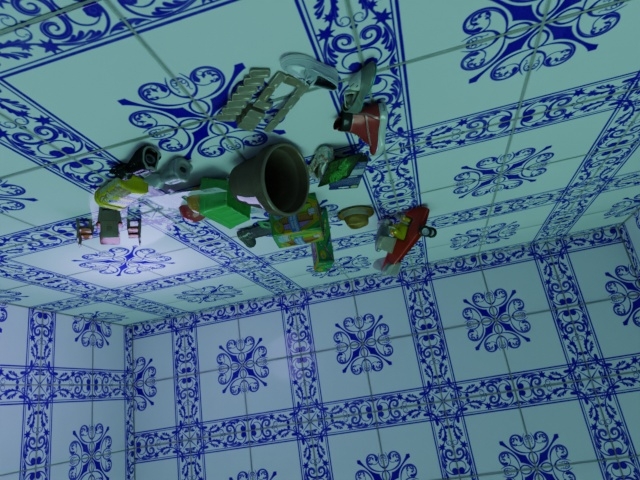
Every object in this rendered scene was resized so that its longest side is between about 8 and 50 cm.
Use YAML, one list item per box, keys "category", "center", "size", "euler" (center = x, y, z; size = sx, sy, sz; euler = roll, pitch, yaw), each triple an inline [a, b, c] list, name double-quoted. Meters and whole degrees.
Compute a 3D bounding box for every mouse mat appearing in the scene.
- category: "mouse mat"
  center: [0.074, -0.270, 1.802]
  size: [0.153, 0.007, 0.189]
  euler: [-21, 165, -23]

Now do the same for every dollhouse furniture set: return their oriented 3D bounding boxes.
- category: "dollhouse furniture set"
  center: [-0.909, -0.030, 2.024]
  size: [0.262, 0.135, 0.259]
  euler: [-1, 159, -22]

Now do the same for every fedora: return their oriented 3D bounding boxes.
- category: "fedora"
  center: [0.184, -0.107, 2.383]
  size: [0.195, 0.079, 0.194]
  euler: [-7, 161, -3]

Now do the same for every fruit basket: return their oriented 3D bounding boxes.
- category: "fruit basket"
  center: [-0.475, -0.152, 1.911]
  size: [0.353, 0.165, 0.327]
  euler: [0, 165, 24]

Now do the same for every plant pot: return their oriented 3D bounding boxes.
- category: "plant pot"
  center: [-0.204, -0.210, 1.706]
  size: [0.229, 0.262, 0.263]
  euler: [-2, 168, 35]

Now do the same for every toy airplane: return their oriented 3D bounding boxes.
- category: "toy airplane"
  center: [0.397, 0.002, 2.508]
  size: [0.384, 0.272, 0.386]
  euler: [-35, 157, -26]

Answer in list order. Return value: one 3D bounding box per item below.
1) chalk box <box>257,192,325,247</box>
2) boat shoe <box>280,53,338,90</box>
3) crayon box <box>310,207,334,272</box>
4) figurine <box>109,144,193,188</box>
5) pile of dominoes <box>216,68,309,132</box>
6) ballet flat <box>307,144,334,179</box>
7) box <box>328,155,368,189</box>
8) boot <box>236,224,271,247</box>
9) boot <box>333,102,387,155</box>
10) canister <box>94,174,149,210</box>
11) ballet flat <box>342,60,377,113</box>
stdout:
- category: "chalk box"
  center: [-0.140, -0.081, 2.158]
  size: [0.289, 0.179, 0.180]
  euler: [-11, 160, 5]
- category: "boat shoe"
  center: [-0.027, -0.459, 1.304]
  size: [0.184, 0.063, 0.066]
  euler: [7, 155, -40]
- category: "crayon box"
  center: [0.000, 0.000, 2.301]
  size: [0.081, 0.278, 0.165]
  euler: [-5, 161, -9]
- category: "figurine"
  center: [-0.596, -0.243, 1.656]
  size: [0.210, 0.092, 0.215]
  euler: [-13, 163, 35]
- category: "pile of dominoes"
  center: [-0.178, -0.426, 1.409]
  size: [0.196, 0.040, 0.251]
  euler: [8, 147, -39]
- category: "ballet flat"
  center: [0.001, -0.279, 1.812]
  size: [0.091, 0.077, 0.241]
  euler: [-6, 161, -10]
- category: "box"
  center: [0.108, -0.275, 1.930]
  size: [0.137, 0.036, 0.225]
  euler: [-6, 159, -9]
- category: "boot"
  center: [-0.300, -0.034, 2.408]
  size: [0.209, 0.076, 0.189]
  euler: [-20, 161, 11]
- category: "boot"
  center: [0.133, -0.370, 1.609]
  size: [0.176, 0.088, 0.244]
  euler: [-8, 154, 1]
- category: "canister"
  center: [-0.744, -0.182, 1.760]
  size: [0.170, 0.073, 0.126]
  euler: [-23, 157, 31]
- category: "ballet flat"
  center: [0.108, -0.447, 1.392]
  size: [0.068, 0.072, 0.213]
  euler: [-1, 160, -11]
